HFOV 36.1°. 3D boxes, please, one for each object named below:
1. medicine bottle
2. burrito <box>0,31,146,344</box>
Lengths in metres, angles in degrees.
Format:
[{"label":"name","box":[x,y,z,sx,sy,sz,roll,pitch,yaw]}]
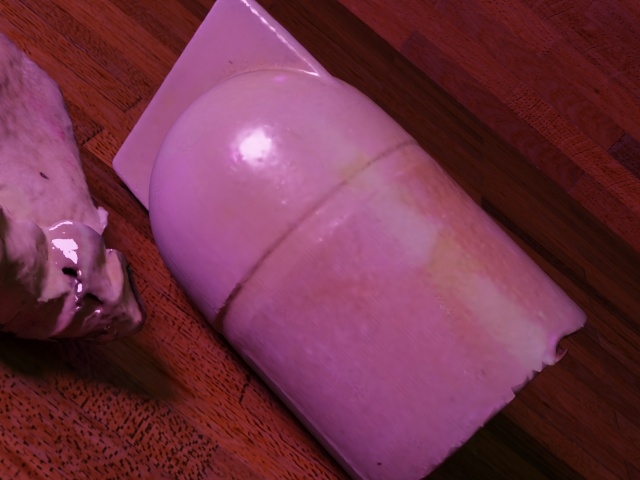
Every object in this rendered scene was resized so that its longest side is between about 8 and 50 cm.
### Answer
[{"label":"medicine bottle","box":[0.000,0.000,0.839,0.406,0.235,0.236,47,23,11]},{"label":"burrito","box":[-0.248,-0.065,0.741,0.347,0.107,0.175,58,12,31]}]
